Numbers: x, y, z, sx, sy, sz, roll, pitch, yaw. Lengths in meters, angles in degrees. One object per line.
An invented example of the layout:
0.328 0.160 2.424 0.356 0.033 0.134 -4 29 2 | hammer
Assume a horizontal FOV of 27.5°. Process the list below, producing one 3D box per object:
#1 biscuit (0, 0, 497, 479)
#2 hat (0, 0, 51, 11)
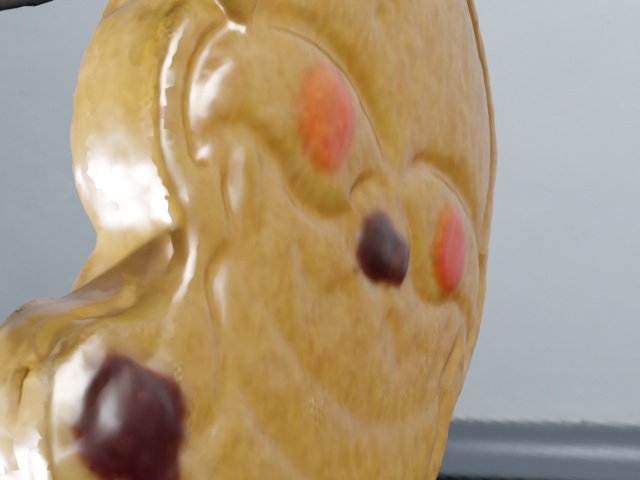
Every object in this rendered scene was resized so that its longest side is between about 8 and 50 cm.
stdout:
0.001 0.000 0.630 0.078 0.455 0.350 2 156 25 | biscuit
-0.187 -0.241 0.468 0.336 0.238 0.209 35 93 -14 | hat
